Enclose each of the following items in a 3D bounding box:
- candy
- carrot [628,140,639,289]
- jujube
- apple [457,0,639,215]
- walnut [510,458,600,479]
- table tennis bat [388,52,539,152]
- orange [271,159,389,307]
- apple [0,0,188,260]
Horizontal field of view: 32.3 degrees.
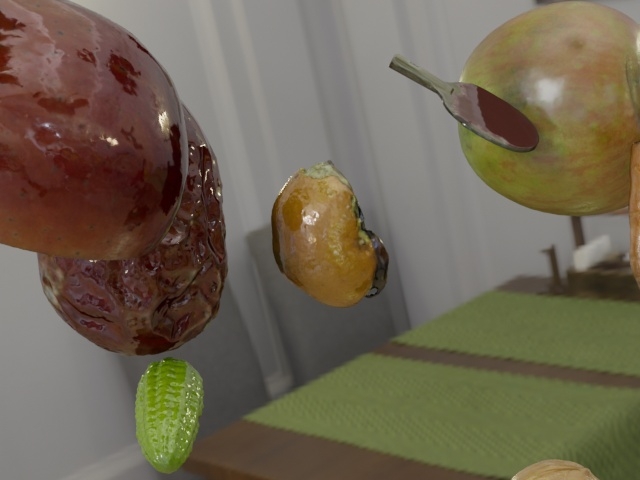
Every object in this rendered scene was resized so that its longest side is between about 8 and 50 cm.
[{"bbox_3d":[-0.206,0.243,1.501,0.096,0.097,0.209,-13,26,1],"label":"candy"},{"bbox_3d":[0.437,-0.027,1.467,0.072,0.205,0.072,9,-9,1],"label":"carrot"},{"bbox_3d":[-0.271,-0.025,1.557,0.276,0.377,0.276,-6,4,0],"label":"jujube"},{"bbox_3d":[0.382,-0.199,1.734,0.339,0.339,0.339,-12,12,3],"label":"apple"},{"bbox_3d":[0.247,0.336,1.203,0.159,0.207,0.159,18,15,-5],"label":"walnut"},{"bbox_3d":[0.201,-0.193,1.536,0.234,0.022,0.131,30,34,1],"label":"table tennis bat"},{"bbox_3d":[0.000,0.000,1.240,0.112,0.160,0.170,-35,55,-25],"label":"orange"},{"bbox_3d":[-0.324,-0.126,1.133,0.365,0.295,0.329,15,-14,-28],"label":"apple"}]
